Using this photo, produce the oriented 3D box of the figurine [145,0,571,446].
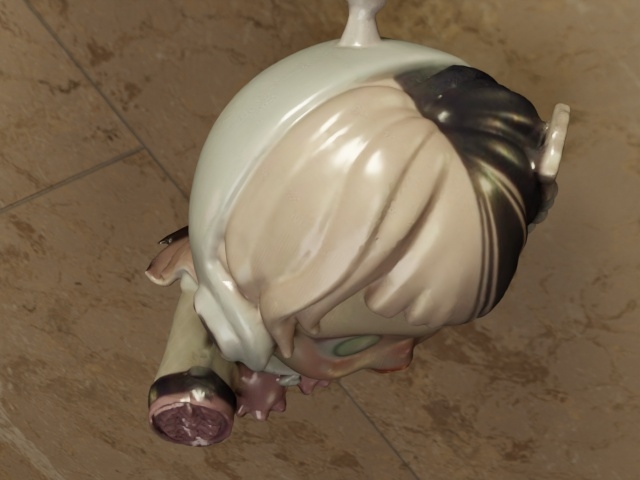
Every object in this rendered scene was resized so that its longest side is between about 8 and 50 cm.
[{"bbox_3d":[-0.006,0.005,0.686,0.211,0.253,0.361,49,144,2],"label":"figurine"}]
